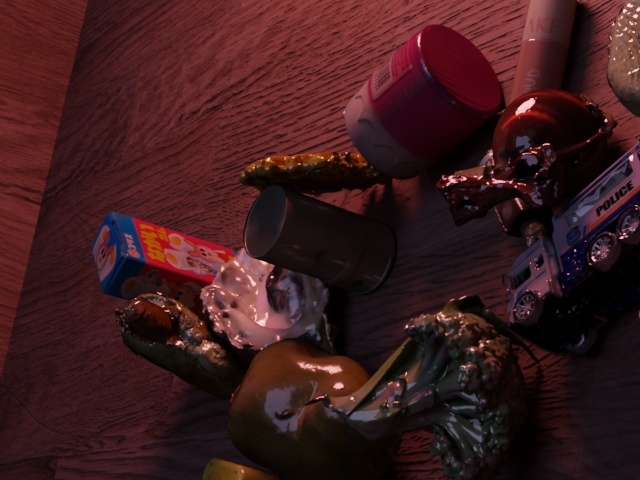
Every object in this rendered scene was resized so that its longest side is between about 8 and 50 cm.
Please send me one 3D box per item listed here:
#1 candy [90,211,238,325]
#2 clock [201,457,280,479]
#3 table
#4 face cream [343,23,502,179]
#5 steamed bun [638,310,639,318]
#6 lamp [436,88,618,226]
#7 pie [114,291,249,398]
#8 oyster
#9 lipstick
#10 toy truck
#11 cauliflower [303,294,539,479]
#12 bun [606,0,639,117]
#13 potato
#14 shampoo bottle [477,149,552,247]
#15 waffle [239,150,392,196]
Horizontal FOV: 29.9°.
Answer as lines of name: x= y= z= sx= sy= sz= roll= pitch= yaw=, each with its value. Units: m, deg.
candy: x=-0.265 y=0.062 z=2.236 sx=0.100 sy=0.305 sz=0.157 roll=-56 pitch=34 yaw=21
clock: x=-0.154 y=0.479 z=2.026 sx=0.143 sy=0.096 sz=0.202 roll=0 pitch=72 yaw=60
table: x=0.000 y=0.000 z=1.947 sx=0.126 sy=0.220 sz=0.126 roll=-34 pitch=46 yaw=44
face cream: x=0.158 y=-0.213 z=1.873 sx=0.195 sy=0.175 sz=0.175 roll=-39 pitch=42 yaw=40
steamed bun: x=0.420 y=0.149 z=1.269 sx=0.200 sy=0.170 sz=0.225 roll=-66 pitch=30 yaw=14
lamp: x=0.280 y=-0.120 z=1.603 sx=0.215 sy=0.223 sz=0.151 roll=-16 pitch=94 yaw=45
pie: x=-0.239 y=0.197 z=2.136 sx=0.105 sy=0.274 sz=0.257 roll=-60 pitch=-2 yaw=-20
oyster: x=-0.075 y=0.110 z=2.082 sx=0.238 sy=0.115 sz=0.351 roll=-37 pitch=47 yaw=-10
lipstick: x=0.320 y=-0.249 z=1.745 sx=0.070 sy=0.070 sz=0.254 roll=-6 pitch=68 yaw=56
toy truck: x=0.350 y=0.015 z=1.502 sx=0.268 sy=0.124 sz=0.155 roll=-44 pitch=32 yaw=32
cauliflower: x=0.138 y=0.201 z=1.589 sx=0.315 sy=0.239 sz=0.256 roll=-20 pitch=10 yaw=3
bun: x=0.451 y=-0.236 z=1.493 sx=0.195 sy=0.118 sz=0.195 roll=-24 pitch=58 yaw=44
potato: x=-0.009 y=0.272 z=1.825 sx=0.351 sy=0.202 sz=0.218 roll=14 pitch=96 yaw=51
shampoo bottle: x=0.280 y=-0.050 z=1.699 sx=0.057 sy=0.063 sz=0.208 roll=-63 pitch=30 yaw=32
waffle: x=0.001 y=-0.111 z=1.963 sx=0.291 sy=0.291 sz=0.051 roll=-12 pitch=81 yaw=54
